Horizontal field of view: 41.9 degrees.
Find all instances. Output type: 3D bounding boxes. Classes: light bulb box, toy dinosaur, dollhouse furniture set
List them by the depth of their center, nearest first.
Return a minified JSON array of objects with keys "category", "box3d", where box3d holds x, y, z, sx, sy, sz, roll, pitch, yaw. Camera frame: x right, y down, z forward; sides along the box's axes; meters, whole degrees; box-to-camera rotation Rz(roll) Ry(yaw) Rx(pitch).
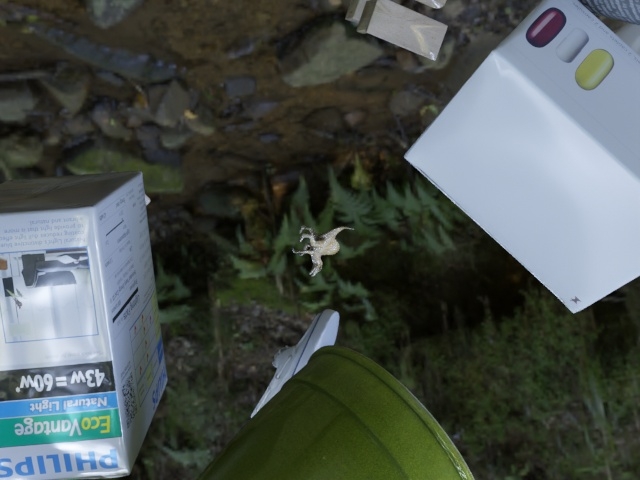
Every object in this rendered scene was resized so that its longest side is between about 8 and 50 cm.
[{"category":"light bulb box","box3d":[-0.371,0.105,1.205,0.225,0.361,0.358,-4,-168,-1]},{"category":"dollhouse furniture set","box3d":[0.130,-0.382,1.356,0.123,0.144,0.151,18,-174,-18]},{"category":"toy dinosaur","box3d":[0.000,0.000,1.743,0.092,0.053,0.183,19,138,-14]}]

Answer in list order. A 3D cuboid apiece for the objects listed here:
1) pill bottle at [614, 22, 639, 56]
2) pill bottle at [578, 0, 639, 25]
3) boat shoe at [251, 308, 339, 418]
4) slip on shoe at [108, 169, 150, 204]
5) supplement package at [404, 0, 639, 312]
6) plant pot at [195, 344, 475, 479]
[{"category":"pill bottle","box3d":[0.568,-0.238,1.381,0.181,0.182,0.323,-12,164,19]},{"category":"pill bottle","box3d":[0.332,-0.296,0.828,0.161,0.161,0.283,5,-160,-41]},{"category":"boat shoe","box3d":[-0.051,0.237,1.569,0.084,0.258,0.095,24,171,21]},{"category":"slip on shoe","box3d":[-0.365,-0.090,1.555,0.135,0.041,0.051,34,168,40]},{"category":"supplement package","box3d":[0.260,-0.089,0.883,0.145,0.262,0.204,-46,177,-32]},{"category":"plant pot","box3d":[-0.029,0.388,1.108,0.353,0.367,0.366,-32,178,-27]}]
